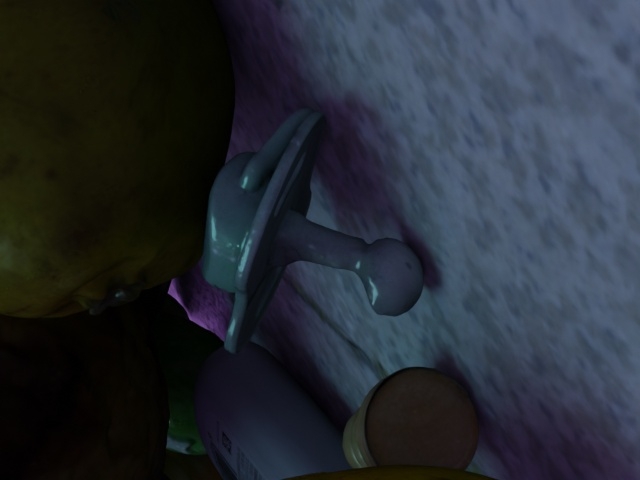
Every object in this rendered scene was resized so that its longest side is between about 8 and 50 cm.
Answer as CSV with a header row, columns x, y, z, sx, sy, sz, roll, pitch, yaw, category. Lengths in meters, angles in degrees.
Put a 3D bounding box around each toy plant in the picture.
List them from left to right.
x,y,z,sx,sy,sz,roll,pitch,yaw,category
-0.169,0.074,1.171,0.235,0.175,0.218,39,180,-26,toy plant

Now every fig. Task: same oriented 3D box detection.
x,y,z,sx,sy,sz,roll,pitch,yaw,category
-0.182,0.133,1.002,0.368,0.286,0.286,32,-176,-40,fig

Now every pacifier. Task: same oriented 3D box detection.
x,y,z,sx,sy,sz,roll,pitch,yaw,category
0.000,0.000,0.719,0.116,0.127,0.150,19,140,6,pacifier

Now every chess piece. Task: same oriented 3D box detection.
x,y,z,sx,sy,sz,roll,pitch,yaw,category
0.045,0.109,0.789,0.066,0.066,0.122,60,168,5,chess piece

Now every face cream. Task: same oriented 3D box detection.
x,y,z,sx,sy,sz,roll,pitch,yaw,category
0.024,0.213,0.960,0.336,0.080,0.163,44,156,42,face cream

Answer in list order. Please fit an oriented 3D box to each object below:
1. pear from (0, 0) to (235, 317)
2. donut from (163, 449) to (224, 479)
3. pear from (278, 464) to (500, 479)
x,y,z,sx,sy,sz,roll,pitch,yaw,category
-0.182,-0.097,0.777,0.269,0.269,0.321,94,152,-59,pear
-0.198,0.296,1.257,0.170,0.360,0.360,42,167,-17,donut
0.058,0.256,0.632,0.336,0.285,0.285,42,154,38,pear
